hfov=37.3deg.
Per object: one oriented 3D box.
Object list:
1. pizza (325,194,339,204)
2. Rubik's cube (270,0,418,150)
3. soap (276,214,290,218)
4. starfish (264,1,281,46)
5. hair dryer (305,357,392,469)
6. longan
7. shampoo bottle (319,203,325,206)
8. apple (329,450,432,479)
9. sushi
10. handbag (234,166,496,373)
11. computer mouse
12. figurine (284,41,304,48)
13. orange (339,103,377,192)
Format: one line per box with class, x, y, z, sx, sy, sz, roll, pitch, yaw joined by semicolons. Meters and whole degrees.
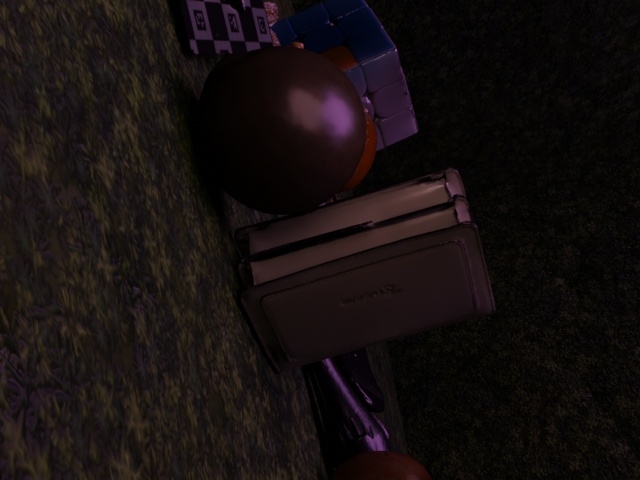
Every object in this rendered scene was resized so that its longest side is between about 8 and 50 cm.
pizza;0.022;-0.055;2.363;0.161;0.085;0.306;43;-25;59
Rubik's cube;0.039;-0.389;2.344;0.291;0.290;0.292;67;-2;-49
soap;-0.047;-0.049;2.007;0.198;0.063;0.115;53;24;-73
starfish;-0.135;-0.428;1.789;0.238;0.071;0.216;60;34;-24
hair dryer;0.042;0.351;1.866;0.304;0.120;0.359;61;-6;7
longan;-0.060;-0.164;1.368;0.258;0.258;0.258;-15;90;-84
shampoo bottle;0.000;0.000;2.268;0.074;0.074;0.192;-88;164;-69
apple;0.105;0.449;1.598;0.188;0.173;0.188;40;44;-53
sushi;-0.204;-0.479;1.573;0.343;0.064;0.359;-29;108;-68
handbag;0.070;0.056;1.438;0.160;0.358;0.237;-100;172;-51
computer mouse;0.050;0.267;2.000;0.147;0.088;0.264;46;18;-35
figurine;-0.069;-0.281;1.943;0.174;0.115;0.240;176;-93;-69
orange;0.008;-0.218;2.107;0.240;0.239;0.240;-15;90;-84
